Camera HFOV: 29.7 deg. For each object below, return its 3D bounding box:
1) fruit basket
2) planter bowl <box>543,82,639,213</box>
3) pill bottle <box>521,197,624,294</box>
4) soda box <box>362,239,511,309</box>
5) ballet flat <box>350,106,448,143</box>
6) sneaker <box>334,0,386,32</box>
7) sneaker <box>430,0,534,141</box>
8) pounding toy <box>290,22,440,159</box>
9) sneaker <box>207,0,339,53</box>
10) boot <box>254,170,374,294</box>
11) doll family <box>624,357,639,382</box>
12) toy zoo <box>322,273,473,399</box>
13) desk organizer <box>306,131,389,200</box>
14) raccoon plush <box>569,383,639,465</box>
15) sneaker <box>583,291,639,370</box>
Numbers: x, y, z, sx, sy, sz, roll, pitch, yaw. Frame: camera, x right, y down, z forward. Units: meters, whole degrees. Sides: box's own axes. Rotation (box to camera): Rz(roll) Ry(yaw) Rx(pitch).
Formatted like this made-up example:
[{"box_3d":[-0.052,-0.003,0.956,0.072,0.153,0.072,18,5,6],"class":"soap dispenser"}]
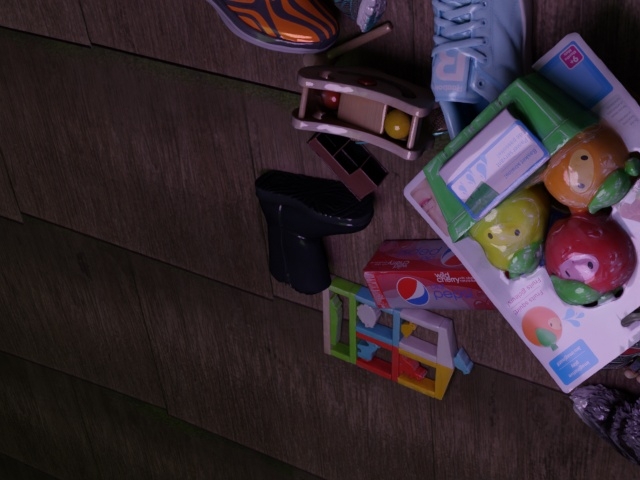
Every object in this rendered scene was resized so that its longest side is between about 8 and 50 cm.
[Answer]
[{"box_3d":[0.310,-0.027,1.527,0.327,0.165,0.353,-43,73,31],"class":"fruit basket"},{"box_3d":[0.369,-0.146,1.636,0.217,0.090,0.217,15,127,21],"class":"planter bowl"},{"box_3d":[0.368,-0.002,1.733,0.272,0.152,0.152,20,137,23],"class":"pill bottle"},{"box_3d":[0.203,0.054,1.962,0.263,0.092,0.083,-1,127,38],"class":"soda box"},{"box_3d":[0.119,-0.189,1.818,0.206,0.073,0.067,-5,115,38],"class":"ballet flat"},{"box_3d":[0.060,-0.371,1.697,0.076,0.065,0.166,35,139,12],"class":"sneaker"},{"box_3d":[0.206,-0.258,1.618,0.135,0.150,0.366,3,129,35],"class":"sneaker"},{"box_3d":[0.052,-0.228,1.727,0.269,0.154,0.154,27,118,36],"class":"pounding toy"},{"box_3d":[-0.102,-0.406,1.739,0.321,0.124,0.180,32,141,9],"class":"sneaker"},{"box_3d":[0.000,0.000,2.064,0.246,0.094,0.207,16,132,35],"class":"boot"},{"box_3d":[0.452,0.131,1.858,0.193,0.076,0.111,26,144,20],"class":"doll family"},{"box_3d":[0.138,0.183,2.183,0.293,0.030,0.192,21,137,22],"class":"toy zoo"},{"box_3d":[0.045,-0.132,1.945,0.130,0.047,0.050,46,138,-9],"class":"desk organizer"},{"box_3d":[0.595,0.231,1.818,0.216,0.299,0.446,52,174,-38],"class":"raccoon plush"},{"box_3d":[0.463,0.130,1.756,0.299,0.121,0.112,-3,108,14],"class":"sneaker"}]
